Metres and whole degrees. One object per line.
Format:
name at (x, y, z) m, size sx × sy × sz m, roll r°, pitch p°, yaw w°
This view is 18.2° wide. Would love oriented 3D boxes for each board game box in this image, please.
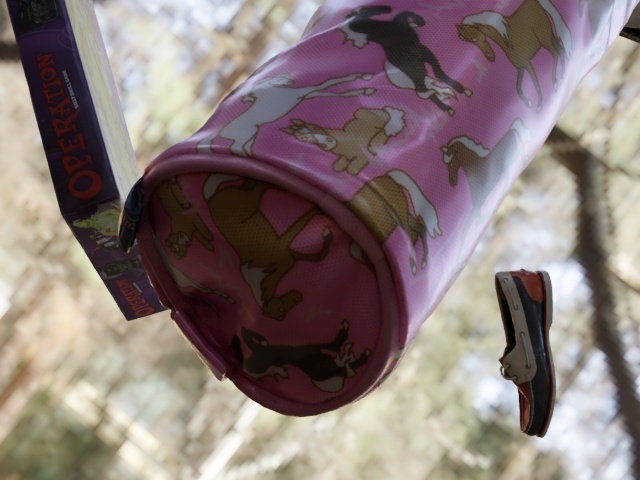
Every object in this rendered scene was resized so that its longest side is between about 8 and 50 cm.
board game box at (-0.185, -0.133, 1.465) m, size 0.208 × 0.056 × 0.346 m, roll 62°, pitch 10°, yaw -66°

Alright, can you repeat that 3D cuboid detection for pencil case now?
pencil case at (0.050, -0.083, 1.058) m, size 0.167 × 0.386 × 0.160 m, roll 14°, pitch -46°, yaw 25°

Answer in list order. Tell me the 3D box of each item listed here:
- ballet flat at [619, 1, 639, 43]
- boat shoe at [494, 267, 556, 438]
ballet flat at (0.319, -0.185, 1.676) m, size 0.316 × 0.107 × 0.106 m, roll 15°, pitch 19°, yaw 1°
boat shoe at (0.162, 0.090, 1.601) m, size 0.043 × 0.137 × 0.049 m, roll 0°, pitch -2°, yaw -16°
